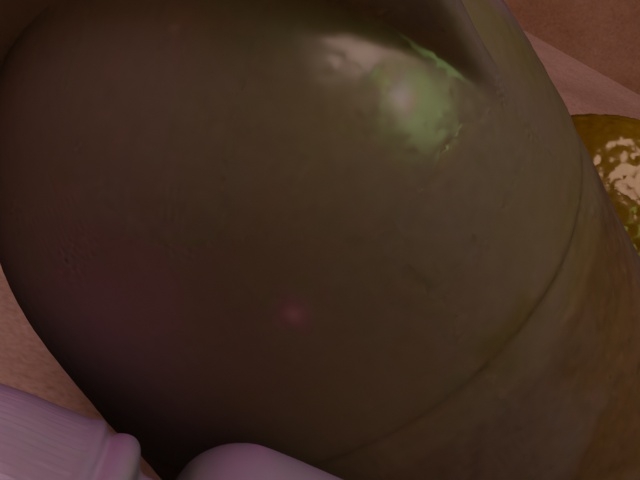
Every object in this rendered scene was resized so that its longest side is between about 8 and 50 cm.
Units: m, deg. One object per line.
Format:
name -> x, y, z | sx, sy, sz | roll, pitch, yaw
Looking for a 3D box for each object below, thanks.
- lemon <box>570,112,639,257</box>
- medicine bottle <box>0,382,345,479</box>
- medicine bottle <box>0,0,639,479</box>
lemon -> 0.215, 0.015, 1.358 | 0.253, 0.228, 0.228 | 18, 20, -24
medicine bottle -> 0.005, 0.196, 0.617 | 0.378, 0.213, 0.213 | 24, 19, -4
medicine bottle -> 0.000, 0.000, 0.746 | 0.406, 0.236, 0.236 | 56, -4, -40
